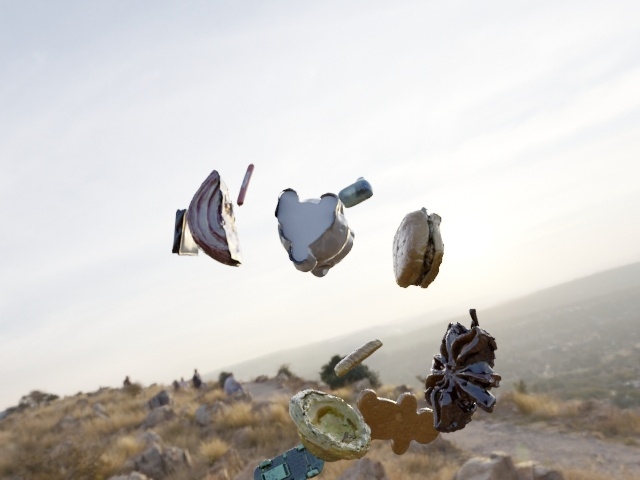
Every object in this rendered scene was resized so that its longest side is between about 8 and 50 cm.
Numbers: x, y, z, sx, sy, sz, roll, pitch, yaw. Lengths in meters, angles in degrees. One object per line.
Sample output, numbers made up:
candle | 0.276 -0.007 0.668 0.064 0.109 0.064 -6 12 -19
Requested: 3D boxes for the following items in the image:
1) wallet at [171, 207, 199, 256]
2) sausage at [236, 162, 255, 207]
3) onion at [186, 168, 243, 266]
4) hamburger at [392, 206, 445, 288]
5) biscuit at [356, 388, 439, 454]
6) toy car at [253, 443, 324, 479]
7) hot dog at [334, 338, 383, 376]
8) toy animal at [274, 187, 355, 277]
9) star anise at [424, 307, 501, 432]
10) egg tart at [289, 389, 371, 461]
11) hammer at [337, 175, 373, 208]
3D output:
wallet | -0.479 -0.026 1.732 0.036 0.168 0.222 5 -2 4
sausage | -0.290 -0.221 1.853 0.034 0.253 0.034 6 -41 5
onion | -0.336 -0.043 1.533 0.146 0.315 0.280 -15 -15 -5
hamburger | 0.340 0.028 1.700 0.144 0.283 0.260 12 -47 -1
biscuit | 0.273 0.644 1.693 0.339 0.216 0.047 10 -2 -17
toy car | -0.123 0.962 1.994 0.305 0.136 0.125 -25 -36 -4
hot dog | 0.170 0.514 2.117 0.285 0.061 0.088 -25 -10 -42
toy animal | 0.000 0.000 1.360 0.193 0.258 0.357 19 -15 21
star anise | 0.289 0.271 0.947 0.190 0.125 0.220 -66 2 -70
egg tart | 0.020 0.590 1.500 0.288 0.288 0.118 0 -58 -57
hammer | 0.124 -0.173 1.566 0.116 0.070 0.194 -27 16 23
